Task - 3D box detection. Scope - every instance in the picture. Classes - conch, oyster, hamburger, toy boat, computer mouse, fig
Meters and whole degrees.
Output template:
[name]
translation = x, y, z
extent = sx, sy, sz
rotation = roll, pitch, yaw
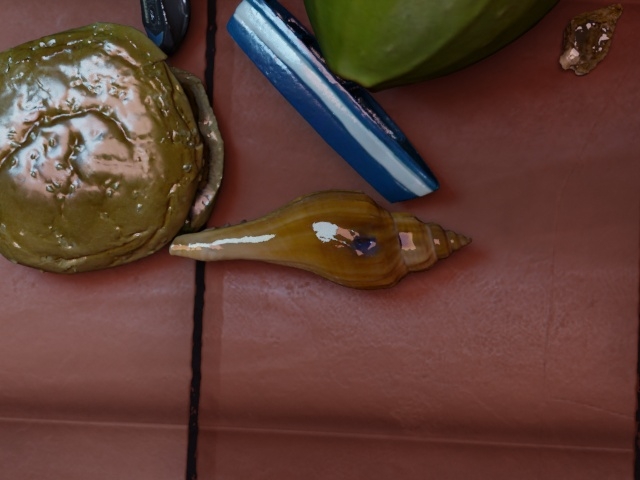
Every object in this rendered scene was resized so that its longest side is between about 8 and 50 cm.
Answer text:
[conch]
translation = 0.001, 0.001, 1.380
extent = 0.330, 0.093, 0.109
rotation = 0, 96, -5
[oyster]
translation = 0.299, -0.230, 1.409
extent = 0.051, 0.034, 0.093
rotation = 22, 85, -2
[hamburger]
translation = -0.259, -0.102, 1.400
extent = 0.284, 0.134, 0.266
rotation = -19, 84, 6
[toy boat]
translation = 0.014, -0.153, 1.401
extent = 0.062, 0.096, 0.299
rotation = -44, 88, 13
[computer mouse]
translation = -0.174, -0.276, 1.430
extent = 0.047, 0.079, 0.135
rotation = -17, 108, -25
[fig]
translation = 0.110, -0.297, 1.306
extent = 0.316, 0.316, 0.316
rotation = 0, 87, 5
